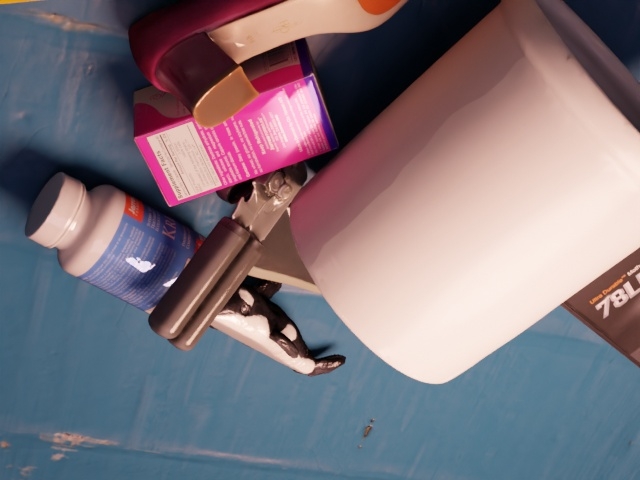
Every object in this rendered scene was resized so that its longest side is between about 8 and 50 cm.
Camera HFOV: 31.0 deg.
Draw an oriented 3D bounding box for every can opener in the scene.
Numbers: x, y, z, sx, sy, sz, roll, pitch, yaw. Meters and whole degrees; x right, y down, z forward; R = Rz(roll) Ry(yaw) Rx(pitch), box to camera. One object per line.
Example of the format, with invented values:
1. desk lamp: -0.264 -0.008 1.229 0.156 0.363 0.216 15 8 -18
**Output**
1. can opener: -0.121 -0.003 1.425 0.283 0.095 0.076 -54 141 -8

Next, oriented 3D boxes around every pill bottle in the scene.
1. pill bottle: -0.252 0.006 1.452 0.221 0.124 0.124 31 116 -28

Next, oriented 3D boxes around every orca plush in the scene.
1. orca plush: -0.058 0.103 1.572 0.287 0.151 0.102 33 76 -39

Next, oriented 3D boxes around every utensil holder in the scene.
1. utensil holder: 0.203 -0.059 1.359 0.327 0.327 0.385 35 116 -29

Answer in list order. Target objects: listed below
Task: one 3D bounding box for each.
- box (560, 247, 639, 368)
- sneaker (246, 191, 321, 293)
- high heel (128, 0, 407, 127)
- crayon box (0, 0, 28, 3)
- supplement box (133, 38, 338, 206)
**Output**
1. box: 0.485 0.020 1.617 0.293 0.073 0.295 36 113 -30
2. sneaker: 0.000 0.000 1.514 0.222 0.083 0.118 8 124 -14
3. high heel: -0.042 -0.294 1.306 0.377 0.181 0.127 -35 146 -10
4. crayon box: -0.273 -0.362 1.206 0.323 0.083 0.203 -6 127 -4
5. supplement box: -0.103 -0.145 1.374 0.220 0.111 0.114 -18 127 5
